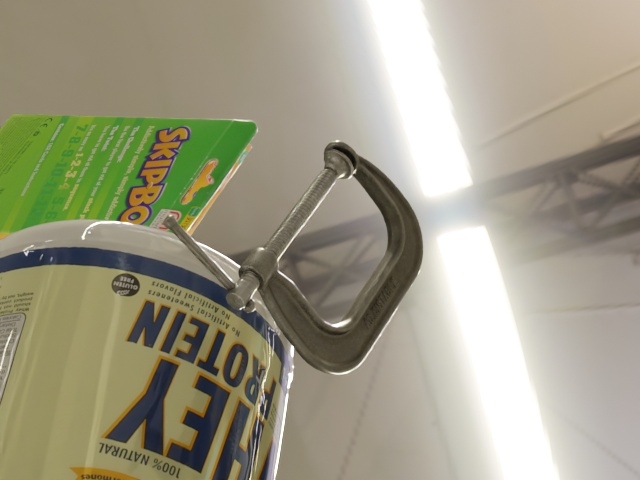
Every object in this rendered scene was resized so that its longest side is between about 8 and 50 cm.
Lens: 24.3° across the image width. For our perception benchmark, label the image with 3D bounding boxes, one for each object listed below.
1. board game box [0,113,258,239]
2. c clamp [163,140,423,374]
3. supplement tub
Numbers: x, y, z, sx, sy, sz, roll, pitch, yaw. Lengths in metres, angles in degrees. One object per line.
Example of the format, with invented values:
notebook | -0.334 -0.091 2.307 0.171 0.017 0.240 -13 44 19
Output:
board game box | -0.165 -0.039 1.077 0.124 0.259 0.039 -58 -48 -31
c clamp | 0.000 0.000 0.838 0.137 0.022 0.161 55 -135 -13
supplement tub | -0.149 0.175 0.921 0.235 0.235 0.325 25 -131 -21
